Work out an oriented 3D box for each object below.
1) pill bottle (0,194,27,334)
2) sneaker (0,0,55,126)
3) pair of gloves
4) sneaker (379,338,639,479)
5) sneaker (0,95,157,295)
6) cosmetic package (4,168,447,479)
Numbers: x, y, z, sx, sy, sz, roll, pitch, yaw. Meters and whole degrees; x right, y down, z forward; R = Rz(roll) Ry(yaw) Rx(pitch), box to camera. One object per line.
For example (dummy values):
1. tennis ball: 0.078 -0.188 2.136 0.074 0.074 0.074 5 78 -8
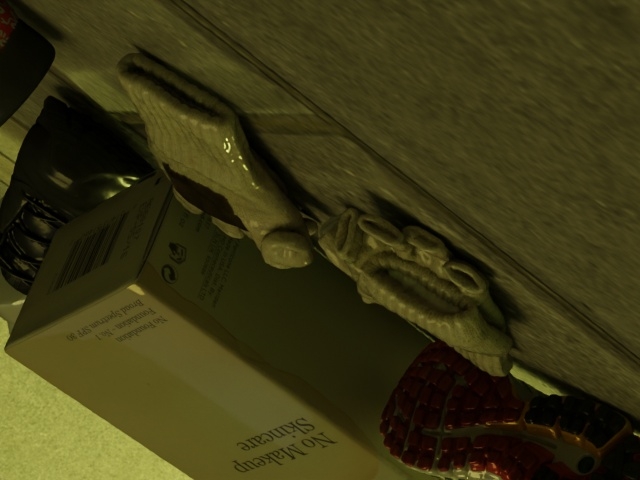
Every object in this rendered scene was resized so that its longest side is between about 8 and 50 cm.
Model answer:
1. pill bottle: -0.177 0.073 1.657 0.176 0.176 0.318 27 170 43
2. sneaker: -0.291 -0.082 1.076 0.145 0.090 0.270 42 126 -17
3. pair of gloves: 0.000 0.000 0.966 0.240 0.042 0.204 32 172 12
4. sneaker: 0.122 0.130 1.078 0.092 0.088 0.225 39 171 -39
5. sneaker: -0.187 -0.020 1.313 0.109 0.130 0.286 36 171 0
6. cosmetic package: -0.037 0.093 1.207 0.309 0.113 0.160 38 140 -24
